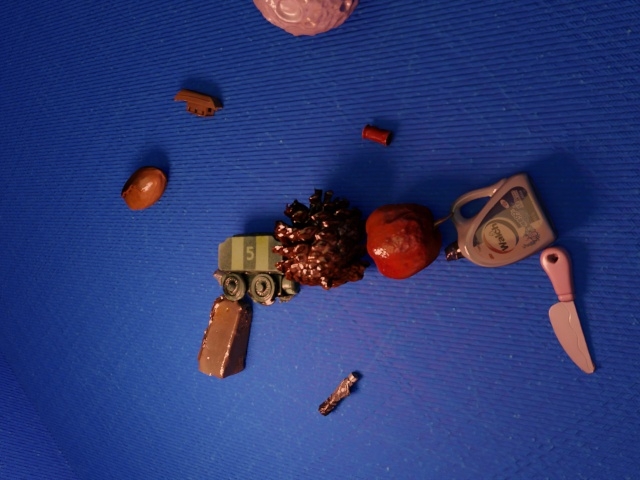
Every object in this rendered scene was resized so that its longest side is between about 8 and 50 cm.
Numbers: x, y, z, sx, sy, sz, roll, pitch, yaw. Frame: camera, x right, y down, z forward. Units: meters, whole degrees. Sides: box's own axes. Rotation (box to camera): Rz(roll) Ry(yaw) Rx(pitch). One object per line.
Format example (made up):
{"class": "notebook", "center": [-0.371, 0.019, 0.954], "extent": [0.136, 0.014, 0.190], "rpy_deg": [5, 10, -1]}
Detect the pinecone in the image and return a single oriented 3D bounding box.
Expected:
{"class": "pinecone", "center": [-0.002, -0.004, 1.502], "extent": [0.242, 0.298, 0.296], "rpy_deg": [-170, 85, -66]}

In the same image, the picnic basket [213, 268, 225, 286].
{"class": "picnic basket", "center": [-0.337, 0.132, 1.830], "extent": [0.083, 0.083, 0.065], "rpy_deg": [38, 112, -22]}

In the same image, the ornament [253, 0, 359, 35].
{"class": "ornament", "center": [-0.036, -0.725, 1.390], "extent": [0.337, 0.337, 0.337], "rpy_deg": [5, 99, 29]}

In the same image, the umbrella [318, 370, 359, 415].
{"class": "umbrella", "center": [0.063, 0.496, 1.660], "extent": [0.050, 0.046, 0.188], "rpy_deg": [48, 112, 24]}

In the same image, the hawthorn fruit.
{"class": "hawthorn fruit", "center": [0.252, -0.015, 1.395], "extent": [0.243, 0.207, 0.207], "rpy_deg": [-25, 85, 23]}

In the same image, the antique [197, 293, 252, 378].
{"class": "antique", "center": [-0.326, 0.327, 1.818], "extent": [0.125, 0.150, 0.284], "rpy_deg": [15, 96, 23]}

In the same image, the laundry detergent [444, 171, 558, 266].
{"class": "laundry detergent", "center": [0.438, -0.034, 1.335], "extent": [0.280, 0.105, 0.215], "rpy_deg": [-26, 84, 32]}

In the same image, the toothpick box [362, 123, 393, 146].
{"class": "toothpick box", "center": [0.163, -0.304, 1.486], "extent": [0.083, 0.047, 0.047], "rpy_deg": [24, 108, 26]}

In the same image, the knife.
{"class": "knife", "center": [0.615, 0.178, 1.301], "extent": [0.081, 0.043, 0.336], "rpy_deg": [-12, 93, 36]}

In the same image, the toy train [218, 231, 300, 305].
{"class": "toy train", "center": [-0.195, 0.092, 1.693], "extent": [0.299, 0.167, 0.238], "rpy_deg": [0, 87, 29]}

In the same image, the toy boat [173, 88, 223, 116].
{"class": "toy boat", "center": [-0.427, -0.475, 1.797], "extent": [0.200, 0.057, 0.077], "rpy_deg": [22, 114, 26]}

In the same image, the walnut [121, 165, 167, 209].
{"class": "walnut", "center": [-0.659, -0.193, 1.929], "extent": [0.245, 0.137, 0.137], "rpy_deg": [-37, 78, 29]}
